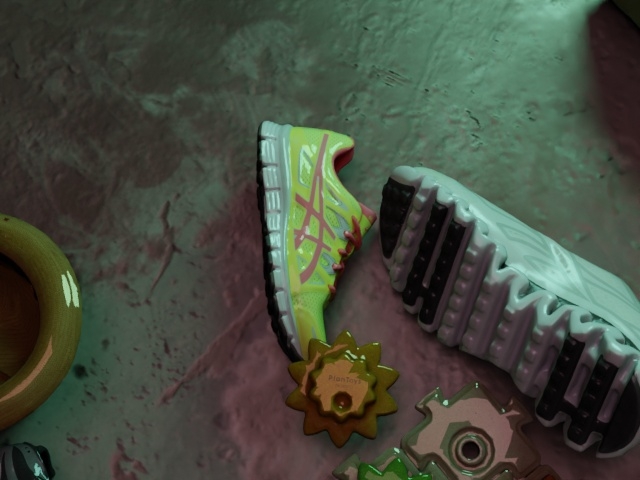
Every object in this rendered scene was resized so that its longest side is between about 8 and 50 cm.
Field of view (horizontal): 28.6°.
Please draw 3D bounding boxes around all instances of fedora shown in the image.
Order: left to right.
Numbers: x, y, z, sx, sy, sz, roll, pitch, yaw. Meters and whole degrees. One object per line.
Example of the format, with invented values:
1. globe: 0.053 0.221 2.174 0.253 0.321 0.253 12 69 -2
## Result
1. fedora: -0.267 0.073 0.991 0.194 0.079 0.194 -5 65 11

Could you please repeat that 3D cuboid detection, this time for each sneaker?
1. sneaker: -0.248 0.185 0.965 0.188 0.067 0.078 27 54 16
2. sneaker: 0.000 0.000 0.990 0.094 0.081 0.208 -2 74 -6
3. sneaker: 0.157 0.042 0.954 0.118 0.110 0.292 -16 49 -40

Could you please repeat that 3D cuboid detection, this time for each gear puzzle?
1. gear puzzle: 0.103 0.197 0.899 0.175 0.044 0.339 -38 79 -8

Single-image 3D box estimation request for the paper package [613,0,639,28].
1. paper package: 0.439 -0.216 0.972 0.325 0.168 0.309 -33 72 -7
